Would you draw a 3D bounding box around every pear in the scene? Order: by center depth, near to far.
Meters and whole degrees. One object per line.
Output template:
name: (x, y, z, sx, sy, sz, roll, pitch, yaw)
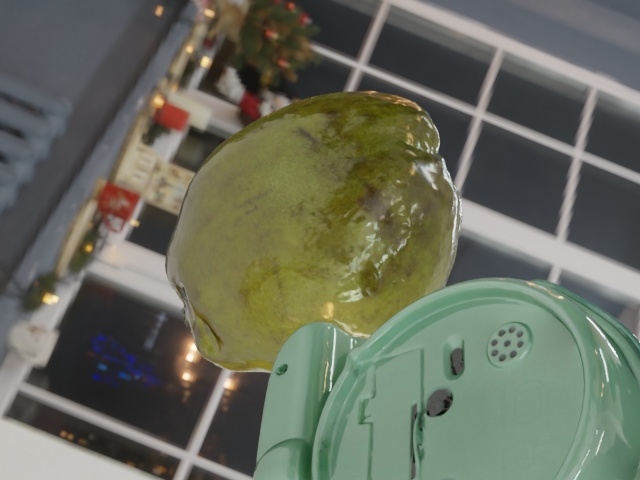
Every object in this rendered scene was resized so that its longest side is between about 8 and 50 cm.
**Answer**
pear: (0.000, 0.000, 1.554, 0.413, 0.352, 0.352, -34, -172, 11)

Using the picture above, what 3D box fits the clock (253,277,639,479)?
clock: (0.069, 0.083, 0.486, 0.210, 0.066, 0.159, -23, -137, 27)
